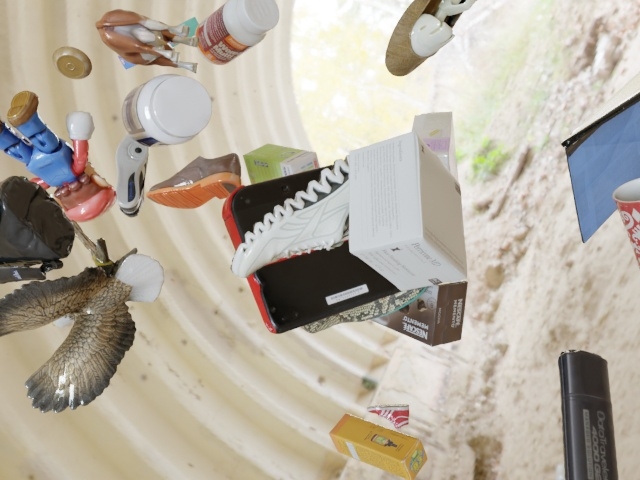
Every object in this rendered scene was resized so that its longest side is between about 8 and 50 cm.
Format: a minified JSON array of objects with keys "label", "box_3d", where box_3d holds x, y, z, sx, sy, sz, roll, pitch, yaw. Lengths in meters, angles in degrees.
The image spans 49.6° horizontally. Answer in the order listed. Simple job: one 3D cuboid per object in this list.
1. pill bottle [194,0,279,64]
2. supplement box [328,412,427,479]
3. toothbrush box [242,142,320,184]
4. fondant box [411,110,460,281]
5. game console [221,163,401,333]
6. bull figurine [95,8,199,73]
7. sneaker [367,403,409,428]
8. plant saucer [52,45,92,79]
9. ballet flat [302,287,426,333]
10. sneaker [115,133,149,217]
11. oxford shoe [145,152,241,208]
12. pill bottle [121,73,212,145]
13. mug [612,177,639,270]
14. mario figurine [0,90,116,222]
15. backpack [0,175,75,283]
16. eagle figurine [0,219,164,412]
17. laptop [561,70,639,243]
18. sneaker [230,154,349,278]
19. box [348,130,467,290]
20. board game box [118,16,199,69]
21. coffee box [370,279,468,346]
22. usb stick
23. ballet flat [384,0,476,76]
[{"label":"pill bottle","box_3d":[-0.203,-0.516,1.678,0.221,0.121,0.121,-13,41,51]},{"label":"supplement box","box_3d":[0.135,0.489,1.648,0.078,0.233,0.080,-42,-59,-33]},{"label":"toothbrush box","box_3d":[-0.122,-0.209,2.403,0.122,0.283,0.206,-30,-60,-30]},{"label":"fondant box","box_3d":[0.271,-0.100,1.610,0.238,0.096,0.330,-71,-28,-55]},{"label":"game console","box_3d":[0.000,0.000,1.563,0.387,0.341,0.060,-17,-12,-24]},{"label":"bull figurine","box_3d":[-0.359,-0.416,1.456,0.310,0.189,0.101,-80,0,-78]},{"label":"sneaker","box_3d":[0.189,0.490,1.923,0.042,0.119,0.067,5,-99,-75]},{"label":"plant saucer","box_3d":[-0.534,-0.377,1.488,0.083,0.084,0.015,105,169,-48]},{"label":"ballet flat","box_3d":[0.058,0.138,1.845,0.483,0.182,0.164,-25,45,46]},{"label":"sneaker","box_3d":[-0.488,-0.165,1.788,0.121,0.079,0.216,115,161,-66]},{"label":"oxford shoe","box_3d":[-0.406,-0.193,2.251,0.130,0.364,0.132,42,-135,-54]},{"label":"pill bottle","box_3d":[-0.340,-0.285,1.532,0.265,0.153,0.153,11,74,62]},{"label":"mug","box_3d":[0.641,-0.019,1.322,0.150,0.113,0.169,-78,-33,-67]},{"label":"mario figurine","box_3d":[-0.543,-0.167,1.424,0.170,0.198,0.320,-65,-35,-28]},{"label":"backpack","box_3d":[-0.462,-0.013,1.015,0.152,0.182,0.115,57,-148,-26]},{"label":"eagle figurine","box_3d":[-0.448,0.138,1.276,0.298,0.226,0.225,-66,1,-53]},{"label":"laptop","box_3d":[0.740,-0.243,1.525,0.382,0.236,0.408,-39,-1,-26]},{"label":"sneaker","box_3d":[-0.024,-0.021,1.185,0.292,0.118,0.110,-38,-4,-6]},{"label":"box","box_3d":[0.137,-0.040,1.080,0.181,0.119,0.181,36,-133,-50]},{"label":"board game box","box_3d":[-0.451,-0.551,1.942,0.160,0.210,0.047,-41,-66,-32]},{"label":"coffee box","box_3d":[0.242,0.158,1.884,0.119,0.297,0.168,-5,-74,-39]},{"label":"usb stick","box_3d":[0.373,0.283,0.965,0.045,0.077,0.277,113,168,-56]},{"label":"ballet flat","box_3d":[0.266,-0.490,1.466,0.342,0.116,0.124,-52,35,8]}]
